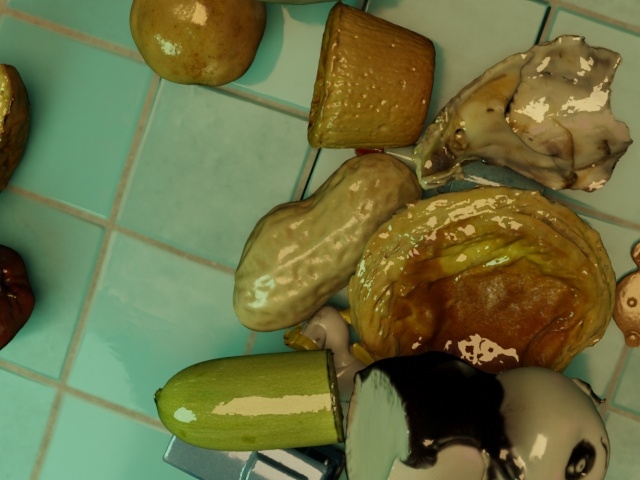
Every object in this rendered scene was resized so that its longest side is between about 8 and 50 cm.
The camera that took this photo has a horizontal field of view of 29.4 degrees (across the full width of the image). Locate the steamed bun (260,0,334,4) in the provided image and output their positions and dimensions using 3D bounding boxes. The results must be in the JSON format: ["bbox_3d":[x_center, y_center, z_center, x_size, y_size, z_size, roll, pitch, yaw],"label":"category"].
[{"bbox_3d":[-0.037,-0.488,1.576,0.247,0.236,0.384,-8,92,-11],"label":"steamed bun"}]

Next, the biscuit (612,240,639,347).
[{"bbox_3d":[0.468,0.059,1.661,0.184,0.027,0.133,-40,91,10],"label":"biscuit"}]

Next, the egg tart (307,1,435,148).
[{"bbox_3d":[0.068,-0.211,1.623,0.147,0.202,0.203,8,97,-6],"label":"egg tart"}]

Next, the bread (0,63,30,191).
[{"bbox_3d":[-0.491,-0.133,1.734,0.129,0.134,0.260,30,94,15],"label":"bread"}]

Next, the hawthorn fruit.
[{"bbox_3d":[-0.516,0.095,1.744,0.202,0.185,0.185,-31,91,26],"label":"hawthorn fruit"}]

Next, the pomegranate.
[{"bbox_3d":[-0.167,-0.308,1.643,0.196,0.196,0.196,1,96,9],"label":"pomegranate"}]

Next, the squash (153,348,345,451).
[{"bbox_3d":[-0.096,0.216,1.608,0.247,0.132,0.132,-6,95,4],"label":"squash"}]

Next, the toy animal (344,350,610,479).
[{"bbox_3d":[0.207,0.256,1.534,0.310,0.251,0.251,7,98,-20],"label":"toy animal"}]

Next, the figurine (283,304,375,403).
[{"bbox_3d":[0.027,0.175,1.712,0.129,0.109,0.178,-18,101,-4],"label":"figurine"}]

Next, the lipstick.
[{"bbox_3d":[0.171,-0.096,1.673,0.274,0.061,0.068,18,100,11],"label":"lipstick"}]

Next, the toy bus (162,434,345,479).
[{"bbox_3d":[-0.091,0.306,1.716,0.234,0.133,0.116,26,97,7],"label":"toy bus"}]

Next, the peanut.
[{"bbox_3d":[0.000,0.000,1.661,0.313,0.152,0.152,-38,89,15],"label":"peanut"}]

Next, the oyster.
[{"bbox_3d":[0.277,-0.151,1.617,0.271,0.100,0.275,17,64,8],"label":"oyster"}]

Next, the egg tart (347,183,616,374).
[{"bbox_3d":[0.210,0.060,1.618,0.352,0.150,0.352,1,119,3],"label":"egg tart"}]
